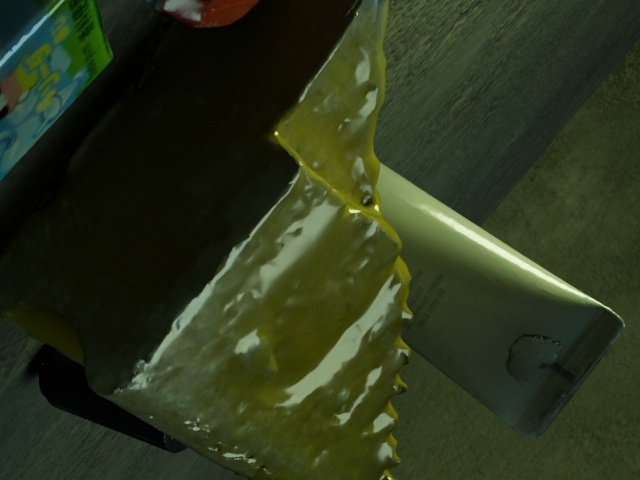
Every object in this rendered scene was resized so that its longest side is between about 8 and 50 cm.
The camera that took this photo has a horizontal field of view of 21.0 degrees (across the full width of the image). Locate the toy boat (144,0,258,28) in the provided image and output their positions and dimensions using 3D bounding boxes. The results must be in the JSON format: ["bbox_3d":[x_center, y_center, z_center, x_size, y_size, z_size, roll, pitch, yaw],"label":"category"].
[{"bbox_3d":[-0.059,-0.151,0.898,0.069,0.059,0.173,-55,177,17],"label":"toy boat"}]

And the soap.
[{"bbox_3d":[0.000,0.000,1.097,0.304,0.169,0.339,-52,145,-2],"label":"soap"}]

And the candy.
[{"bbox_3d":[-0.174,-0.045,0.726,0.194,0.062,0.097,-49,170,-14],"label":"candy"}]

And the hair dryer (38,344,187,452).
[{"bbox_3d":[-0.134,0.033,1.165,0.070,0.114,0.248,-52,153,-44],"label":"hair dryer"}]

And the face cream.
[{"bbox_3d":[0.057,0.014,1.243,0.089,0.314,0.143,-44,168,-49],"label":"face cream"}]
